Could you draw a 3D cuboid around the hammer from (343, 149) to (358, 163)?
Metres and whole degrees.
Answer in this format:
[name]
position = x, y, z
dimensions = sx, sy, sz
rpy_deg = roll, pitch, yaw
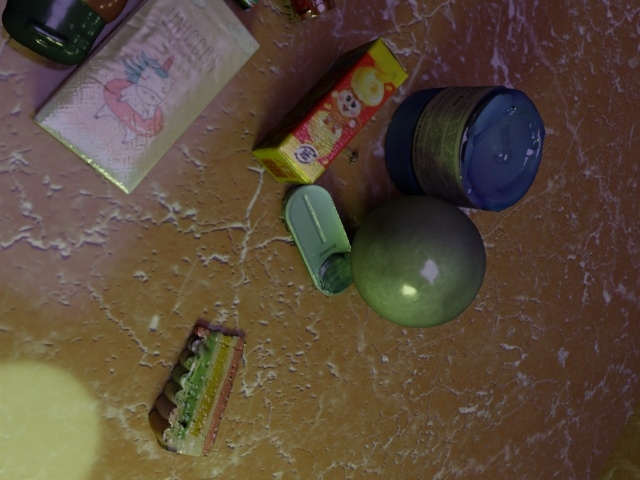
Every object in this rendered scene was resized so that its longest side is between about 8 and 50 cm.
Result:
[hammer]
position = 0.029, -0.191, 1.006
dimensions = 0.123, 0.014, 0.029
rpy_deg = 30, 72, -31

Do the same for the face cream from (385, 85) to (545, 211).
[face cream]
position = 0.295, -0.188, 1.048
dimensions = 0.249, 0.225, 0.249
rpy_deg = -9, 108, -29

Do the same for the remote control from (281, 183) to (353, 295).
[remote control]
position = 0.000, 0.000, 1.012
dimensions = 0.104, 0.052, 0.247
rpy_deg = -32, 118, -20

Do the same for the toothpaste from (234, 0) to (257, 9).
[toothpaste]
position = -0.166, -0.430, 0.800
dimensions = 0.164, 0.046, 0.034
rpy_deg = 32, 88, -34

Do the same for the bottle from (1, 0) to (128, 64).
[bottle]
position = -0.298, -0.397, 0.666
dimensions = 0.144, 0.144, 0.336
rpy_deg = 27, 88, -34

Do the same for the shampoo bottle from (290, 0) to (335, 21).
[shampoo bottle]
position = -0.063, -0.514, 0.803
dimensions = 0.076, 0.118, 0.314
rpy_deg = -57, 132, -49

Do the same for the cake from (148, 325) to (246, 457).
[cake]
position = -0.230, 0.273, 0.946
dimensions = 0.109, 0.090, 0.225
rpy_deg = 29, 67, -32

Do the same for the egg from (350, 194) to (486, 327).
[egg]
position = 0.190, 0.038, 0.996
dimensions = 0.352, 0.258, 0.258
rpy_deg = 3, 103, -65

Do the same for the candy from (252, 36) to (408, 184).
[candy]
position = 0.015, -0.224, 0.904
dimensions = 0.276, 0.146, 0.088
rpy_deg = -48, 112, -11

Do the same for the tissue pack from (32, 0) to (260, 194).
[tissue pack]
position = -0.252, -0.246, 0.777
dimensions = 0.170, 0.071, 0.325
rpy_deg = 44, 78, -30
